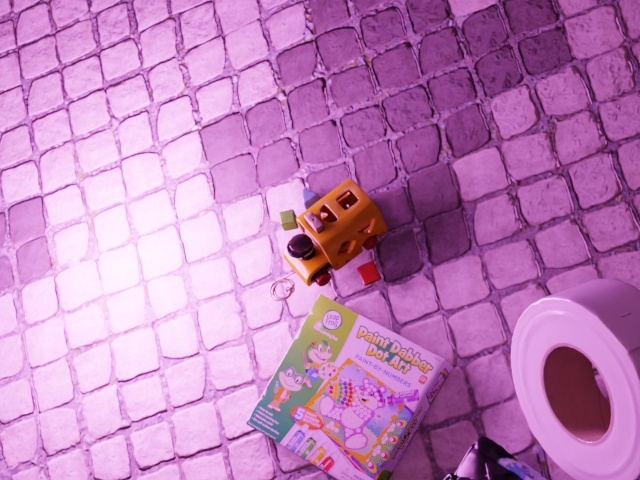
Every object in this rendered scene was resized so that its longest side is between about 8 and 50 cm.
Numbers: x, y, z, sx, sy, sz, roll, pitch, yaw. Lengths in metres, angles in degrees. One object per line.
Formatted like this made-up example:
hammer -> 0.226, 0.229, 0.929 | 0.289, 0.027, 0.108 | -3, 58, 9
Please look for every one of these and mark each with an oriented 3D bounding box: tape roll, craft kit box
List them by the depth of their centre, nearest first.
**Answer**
tape roll -> 0.392, 0.199, 1.806 | 0.100, 0.286, 0.286 | -16, 59, -27
craft kit box -> 0.044, 0.246, 2.059 | 0.250, 0.061, 0.246 | 26, 80, 27

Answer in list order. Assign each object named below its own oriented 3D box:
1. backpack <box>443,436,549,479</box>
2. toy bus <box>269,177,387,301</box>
backpack -> 0.320, 0.482, 1.771 | 0.355, 0.273, 0.290 | 20, 77, 49
toy bus -> 0.006, -0.011, 2.122 | 0.191, 0.104, 0.202 | 0, 60, 17
